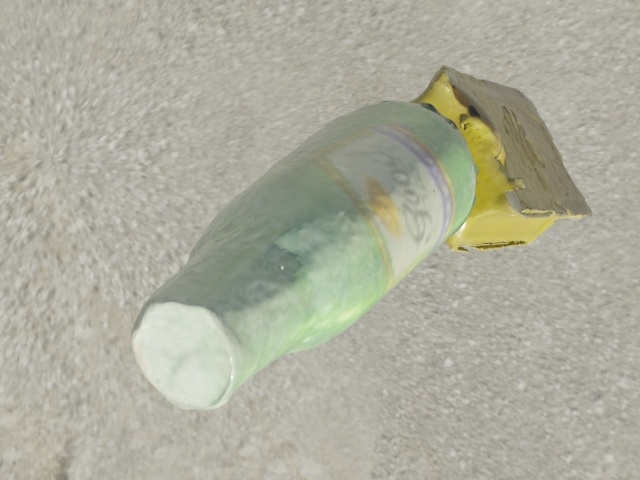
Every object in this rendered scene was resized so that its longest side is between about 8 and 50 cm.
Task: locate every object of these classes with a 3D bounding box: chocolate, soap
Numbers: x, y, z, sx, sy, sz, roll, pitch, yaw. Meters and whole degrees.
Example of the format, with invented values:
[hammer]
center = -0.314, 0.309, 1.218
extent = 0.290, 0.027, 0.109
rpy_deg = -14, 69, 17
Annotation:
[chocolate]
center = 0.000, 0.000, 0.514
extent = 0.110, 0.291, 0.110
rpy_deg = 9, 112, 22
[soap]
center = 0.147, -0.065, 0.807
extent = 0.076, 0.233, 0.135
rpy_deg = -31, 77, 24
